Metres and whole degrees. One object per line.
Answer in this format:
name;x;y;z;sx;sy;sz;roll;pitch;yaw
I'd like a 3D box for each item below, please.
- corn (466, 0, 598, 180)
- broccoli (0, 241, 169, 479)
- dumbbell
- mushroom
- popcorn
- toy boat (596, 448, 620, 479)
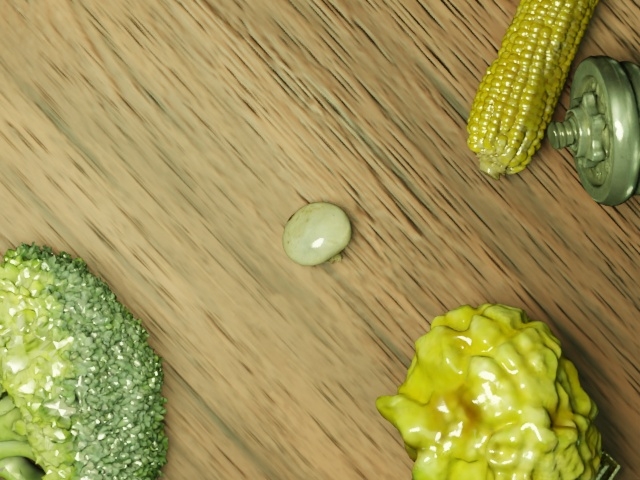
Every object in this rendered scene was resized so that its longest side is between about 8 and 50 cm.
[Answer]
corn;0.257;-0.223;1.681;0.097;0.097;0.319;24;88;-6
broccoli;-0.369;0.165;1.600;0.397;0.275;0.353;16;72;14
dumbbell;0.464;-0.143;1.658;0.406;0.179;0.179;-6;92;-5
mushroom;0.000;0.000;1.681;0.085;0.085;0.079;-36;137;-3
popcorn;0.196;0.211;1.627;0.258;0.224;0.270;26;104;22
toy boat;0.273;0.329;1.708;0.206;0.072;0.064;-44;93;-3
